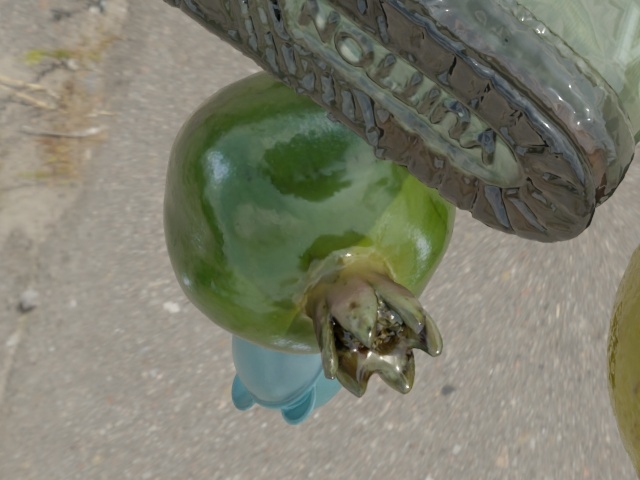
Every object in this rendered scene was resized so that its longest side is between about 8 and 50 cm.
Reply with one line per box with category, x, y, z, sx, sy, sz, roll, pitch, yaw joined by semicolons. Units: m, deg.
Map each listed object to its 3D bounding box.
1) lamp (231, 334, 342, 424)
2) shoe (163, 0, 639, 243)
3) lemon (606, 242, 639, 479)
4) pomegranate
lamp;-0.023;0.107;1.830;0.147;0.209;0.284;45;68;-33
shoe;0.025;-0.138;0.521;0.293;0.109;0.149;42;63;7
lemon;0.319;0.096;0.909;0.254;0.253;0.310;-9;49;12
pomegranate;0.002;0.000;0.802;0.187;0.187;0.225;-36;42;11
